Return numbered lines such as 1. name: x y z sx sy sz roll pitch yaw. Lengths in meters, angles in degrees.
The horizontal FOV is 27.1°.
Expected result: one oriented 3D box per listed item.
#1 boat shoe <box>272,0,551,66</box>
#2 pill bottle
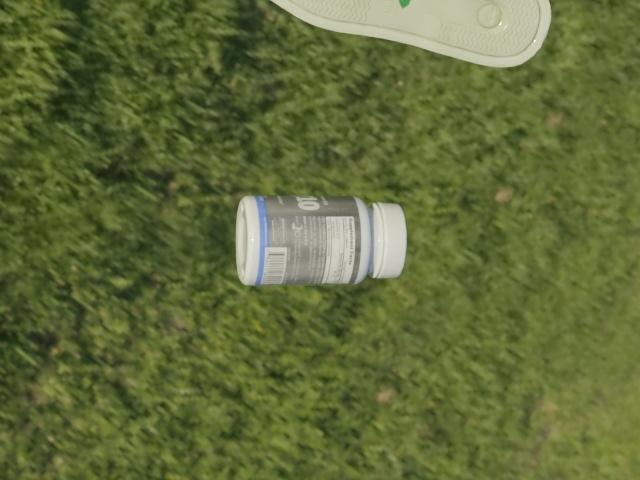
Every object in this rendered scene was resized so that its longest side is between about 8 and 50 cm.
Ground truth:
1. boat shoe: 0.033 -0.176 0.864 0.079 0.233 0.084 -94 -155 -71
2. pill bottle: 0.000 0.000 1.135 0.137 0.078 0.078 0 123 -12
